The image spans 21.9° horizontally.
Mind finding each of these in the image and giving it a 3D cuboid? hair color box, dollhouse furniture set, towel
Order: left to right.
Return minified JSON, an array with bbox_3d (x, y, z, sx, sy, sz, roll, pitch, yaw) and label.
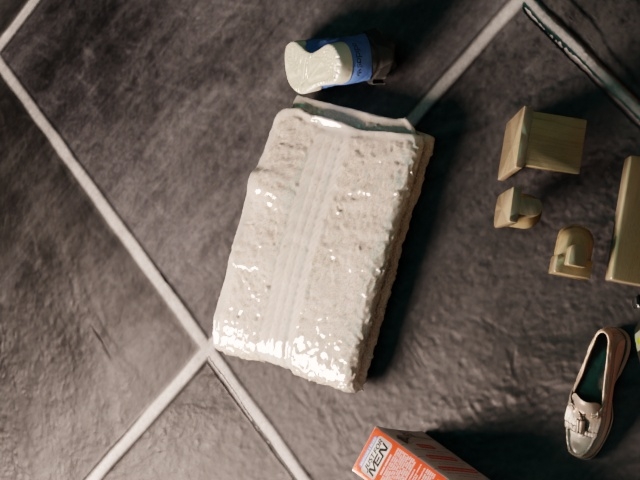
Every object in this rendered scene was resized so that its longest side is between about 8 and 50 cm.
[{"bbox_3d":[0.000,0.000,1.685,0.187,0.049,0.282,15,90,34],"label":"towel"},{"bbox_3d":[0.122,0.239,1.539,0.167,0.093,0.053,35,100,33],"label":"hair color box"},{"bbox_3d":[0.244,-0.035,1.547,0.151,0.123,0.144,10,87,-1],"label":"dollhouse furniture set"}]

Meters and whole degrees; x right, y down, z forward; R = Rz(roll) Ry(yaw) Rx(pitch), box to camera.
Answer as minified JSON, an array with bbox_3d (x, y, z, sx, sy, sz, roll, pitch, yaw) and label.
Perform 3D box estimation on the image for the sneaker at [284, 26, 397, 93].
[{"bbox_3d":[0.024,-0.184,1.702,0.152,0.084,0.058,-176,78,-66],"label":"sneaker"}]

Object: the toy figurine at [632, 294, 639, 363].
[{"bbox_3d":[0.371,0.109,1.331,0.209,0.213,0.148,-19,60,24],"label":"toy figurine"}]

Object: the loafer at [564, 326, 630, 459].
[{"bbox_3d":[0.246,0.137,1.508,0.045,0.039,0.125,17,91,33],"label":"loafer"}]
